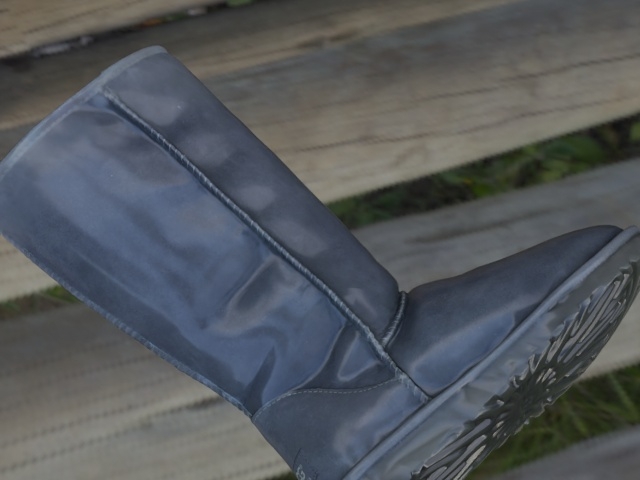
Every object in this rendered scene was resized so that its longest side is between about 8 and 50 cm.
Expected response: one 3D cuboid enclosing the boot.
[{"bbox_3d":[0.001,-0.002,0.668,0.190,0.208,0.076,-35,152,-27],"label":"boot"}]
